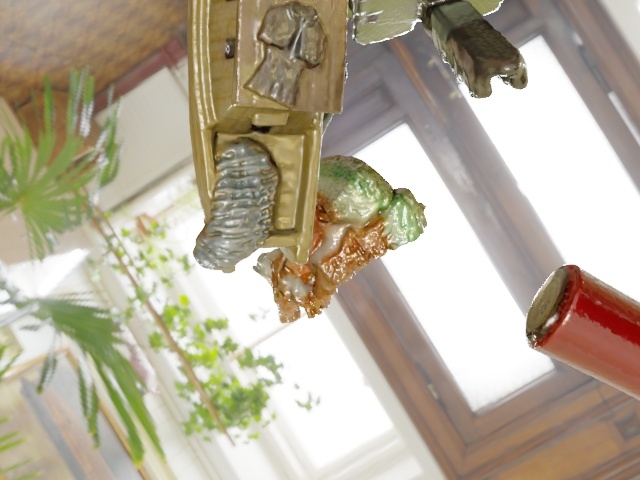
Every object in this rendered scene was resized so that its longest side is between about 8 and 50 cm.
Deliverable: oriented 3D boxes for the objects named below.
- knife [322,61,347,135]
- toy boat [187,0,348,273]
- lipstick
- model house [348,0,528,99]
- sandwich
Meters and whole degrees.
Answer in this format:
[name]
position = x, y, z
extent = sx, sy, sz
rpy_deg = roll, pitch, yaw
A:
[knife]
position = -0.025, -0.111, 0.823
extent = 0.060, 0.028, 0.230
rpy_deg = 9, 151, -21
[toy boat]
position = -0.033, -0.138, 0.501
extent = 0.089, 0.321, 0.121
rpy_deg = 0, -170, -20
[lipstick]
position = 0.284, 0.103, 0.660
extent = 0.080, 0.241, 0.080
rpy_deg = -61, -176, 7
[model house]
position = 0.088, -0.221, 0.515
extent = 0.205, 0.218, 0.279
rpy_deg = -14, -148, 2
[sandwich]
position = 0.004, -0.001, 0.825
extent = 0.160, 0.109, 0.185
rpy_deg = -49, -166, -17
